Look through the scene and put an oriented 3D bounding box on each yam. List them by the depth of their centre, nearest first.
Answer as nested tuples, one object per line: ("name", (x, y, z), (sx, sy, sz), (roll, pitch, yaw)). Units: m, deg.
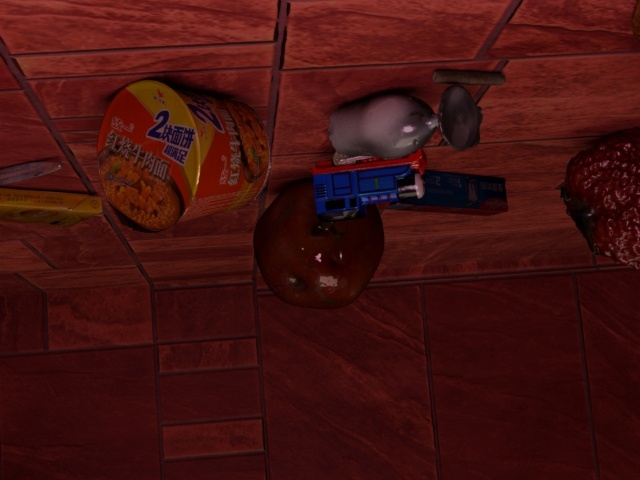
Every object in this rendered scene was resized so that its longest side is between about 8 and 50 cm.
("yam", (0.213, -0.232, 1.557), (0.116, 0.021, 0.021), (-2, 171, -23))

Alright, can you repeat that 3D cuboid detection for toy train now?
("toy train", (0.088, -0.104, 1.944), (0.204, 0.131, 0.083), (-7, 170, 12))

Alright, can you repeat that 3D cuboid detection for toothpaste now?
("toothpaste", (0.256, -0.098, 2.247), (0.320, 0.076, 0.066), (3, 168, -39))

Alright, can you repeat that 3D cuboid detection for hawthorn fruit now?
("hawthorn fruit", (0.000, 0.000, 2.181), (0.275, 0.275, 0.299), (-3, 160, -7))

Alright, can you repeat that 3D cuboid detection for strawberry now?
("strawberry", (0.591, -0.087, 1.974), (0.261, 0.261, 0.257), (2, 151, -38))

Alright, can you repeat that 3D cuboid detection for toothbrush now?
("toothbrush", (-0.604, -0.103, 1.929), (0.375, 0.028, 0.037), (-9, 176, 28))

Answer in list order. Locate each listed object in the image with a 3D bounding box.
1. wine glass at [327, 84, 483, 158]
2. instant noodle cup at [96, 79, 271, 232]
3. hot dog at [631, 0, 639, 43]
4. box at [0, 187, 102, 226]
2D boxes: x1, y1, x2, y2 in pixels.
("wine glass", (0.120, -0.172, 1.607), (0.222, 0.103, 0.103), (0, 176, 42))
("instant noodle cup", (-0.185, -0.119, 1.544), (0.213, 0.213, 0.174), (-12, 176, 39))
("hot dog", (0.420, -0.272, 1.355), (0.062, 0.038, 0.144), (-7, 170, 14))
("box", (-0.580, -0.065, 2.123), (0.269, 0.043, 0.152), (3, 169, -38))
